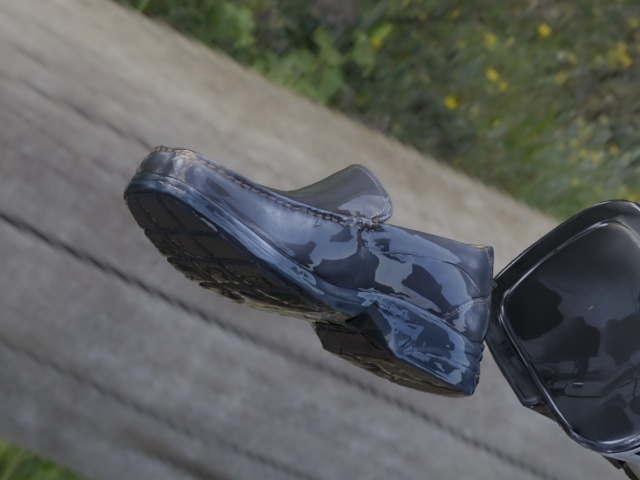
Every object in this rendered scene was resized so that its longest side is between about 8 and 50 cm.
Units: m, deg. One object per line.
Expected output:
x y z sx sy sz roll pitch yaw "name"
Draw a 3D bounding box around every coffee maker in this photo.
0.155 0.059 1.028 0.171 0.178 0.120 32 85 36 "coffee maker"

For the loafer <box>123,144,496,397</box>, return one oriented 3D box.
0.000 0.000 0.717 0.170 0.062 0.061 32 73 -42 "loafer"
